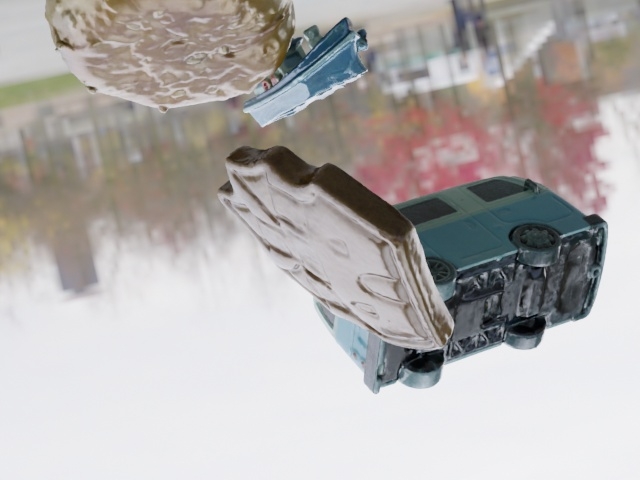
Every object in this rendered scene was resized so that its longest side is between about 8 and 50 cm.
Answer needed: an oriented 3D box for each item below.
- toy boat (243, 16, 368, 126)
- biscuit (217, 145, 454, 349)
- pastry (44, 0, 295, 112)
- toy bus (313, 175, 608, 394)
[{"bbox_3d":[-0.019,-0.216,2.194,0.109,0.098,0.238,-29,-176,-33],"label":"toy boat"},{"bbox_3d":[-0.002,0.002,1.345,0.215,0.182,0.034,25,-118,38],"label":"biscuit"},{"bbox_3d":[-0.169,-0.285,2.052,0.285,0.184,0.315,-14,156,8],"label":"pastry"},{"bbox_3d":[0.133,0.028,1.790,0.271,0.133,0.165,-17,-139,-28],"label":"toy bus"}]
